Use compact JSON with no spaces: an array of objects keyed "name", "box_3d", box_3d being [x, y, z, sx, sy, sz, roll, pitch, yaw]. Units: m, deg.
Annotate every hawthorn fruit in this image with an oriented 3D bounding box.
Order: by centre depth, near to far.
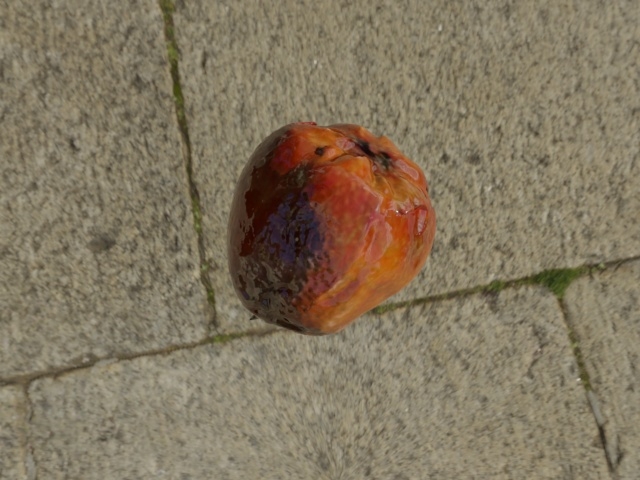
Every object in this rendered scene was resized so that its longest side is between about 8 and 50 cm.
[{"name":"hawthorn fruit","box_3d":[0.009,-0.009,0.632,0.174,0.173,0.178,1,107,1]}]
